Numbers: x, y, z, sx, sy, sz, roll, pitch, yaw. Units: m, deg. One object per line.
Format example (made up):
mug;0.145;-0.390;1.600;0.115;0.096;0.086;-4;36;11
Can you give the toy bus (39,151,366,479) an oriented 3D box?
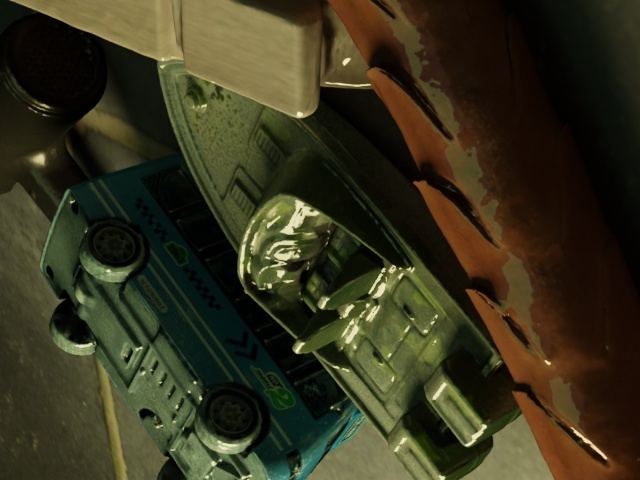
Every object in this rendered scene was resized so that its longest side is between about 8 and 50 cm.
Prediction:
toy bus;-0.081;0.067;1.027;0.246;0.134;0.113;52;143;17

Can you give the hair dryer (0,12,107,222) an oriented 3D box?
hair dryer;-0.187;-0.036;1.164;0.251;0.089;0.197;53;144;-3

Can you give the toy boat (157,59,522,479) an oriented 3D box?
toy boat;0.000;0.000;0.910;0.319;0.092;0.141;50;143;18

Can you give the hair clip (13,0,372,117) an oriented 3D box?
hair clip;-0.097;-0.166;0.923;0.331;0.101;0.085;27;128;39

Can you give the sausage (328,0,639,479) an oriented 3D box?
sausage;0.097;-0.019;0.777;0.088;0.088;0.433;-19;98;56
